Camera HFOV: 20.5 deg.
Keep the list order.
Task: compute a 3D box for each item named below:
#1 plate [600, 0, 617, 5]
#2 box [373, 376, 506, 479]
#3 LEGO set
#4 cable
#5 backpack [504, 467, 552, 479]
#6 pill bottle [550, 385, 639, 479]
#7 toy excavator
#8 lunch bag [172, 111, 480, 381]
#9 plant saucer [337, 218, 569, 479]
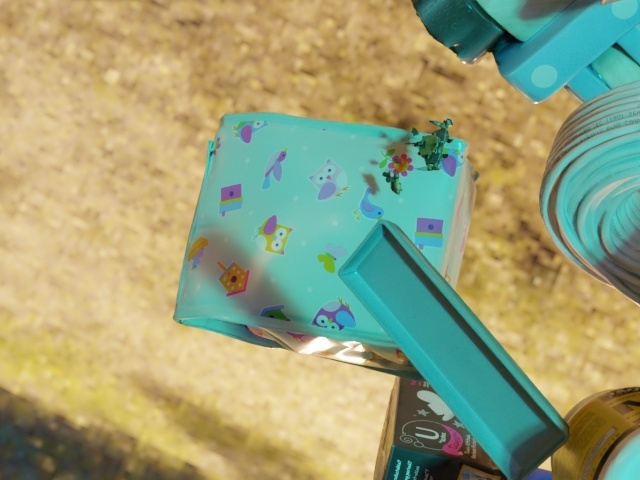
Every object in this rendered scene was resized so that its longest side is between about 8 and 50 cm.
[{"bbox_3d":[0.327,-0.273,1.595,0.024,0.188,0.188,47,163,5],"label":"plate"},{"bbox_3d":[0.131,0.254,1.957,0.142,0.163,0.247,13,-159,1],"label":"box"},{"bbox_3d":[0.091,-0.074,1.551,0.083,0.054,0.023,-33,140,32],"label":"LEGO set"},{"bbox_3d":[0.321,-0.037,1.534,0.257,0.089,0.257,28,143,-19],"label":"cable"},{"bbox_3d":[0.191,0.274,1.653,0.098,0.120,0.101,4,117,33],"label":"backpack"},{"bbox_3d":[0.217,0.158,1.156,0.119,0.119,0.208,26,-179,-4],"label":"pill bottle"},{"bbox_3d":[0.321,-0.189,1.842,0.445,0.433,0.222,37,115,-25],"label":"toy excavator"},{"bbox_3d":[0.000,0.000,1.693,0.262,0.223,0.160,10,169,14],"label":"lunch bag"},{"bbox_3d":[0.090,0.073,1.189,0.192,0.018,0.067,51,134,13],"label":"plant saucer"}]
